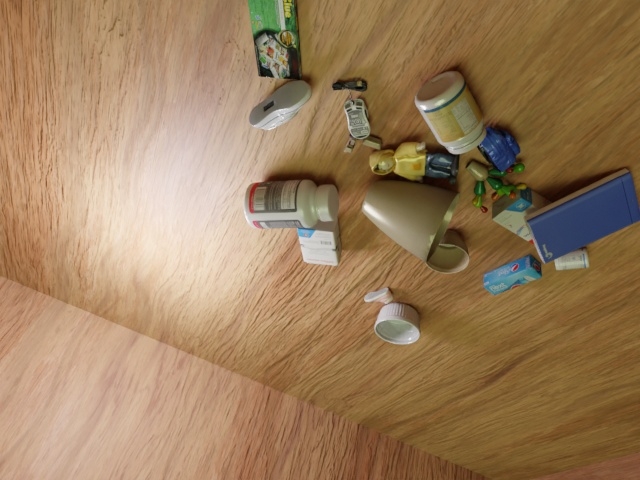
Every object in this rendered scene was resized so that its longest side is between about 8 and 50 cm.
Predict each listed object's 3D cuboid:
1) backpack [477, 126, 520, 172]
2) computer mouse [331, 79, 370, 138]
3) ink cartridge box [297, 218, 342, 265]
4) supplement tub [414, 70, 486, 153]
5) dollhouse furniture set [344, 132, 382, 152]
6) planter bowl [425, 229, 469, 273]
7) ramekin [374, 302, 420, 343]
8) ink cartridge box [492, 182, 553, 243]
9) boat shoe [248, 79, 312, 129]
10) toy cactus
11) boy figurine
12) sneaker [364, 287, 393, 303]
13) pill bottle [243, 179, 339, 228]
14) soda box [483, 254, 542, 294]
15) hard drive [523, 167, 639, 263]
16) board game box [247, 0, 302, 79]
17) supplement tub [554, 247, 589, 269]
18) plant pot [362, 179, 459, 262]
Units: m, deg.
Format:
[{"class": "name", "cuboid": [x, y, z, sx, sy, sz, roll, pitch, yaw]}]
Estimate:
[{"class": "backpack", "cuboid": [0.525, -0.284, 1.490, 0.120, 0.098, 0.101, 39, 106, -24]}, {"class": "computer mouse", "cuboid": [0.107, -0.405, 1.541, 0.106, 0.042, 0.193, -5, 130, 17]}, {"class": "ink cartridge box", "cuboid": [0.000, 0.000, 1.999, 0.148, 0.085, 0.203, 6, 139, 13]}, {"class": "supplement tub", "cuboid": [0.374, -0.359, 1.416, 0.144, 0.144, 0.199, -18, 129, 34]}, {"class": "dollhouse furniture set", "cuboid": [0.136, -0.297, 1.630, 0.114, 0.091, 0.081, 17, 155, -5]}, {"class": "planter bowl", "cuboid": [0.470, 0.030, 1.850, 0.162, 0.109, 0.162, 10, 139, 9]}, {"class": "ramekin", "cuboid": [0.357, 0.374, 2.280, 0.207, 0.109, 0.207, 10, 140, 9]}, {"class": "ink cartridge box", "cuboid": [0.709, -0.077, 1.670, 0.231, 0.078, 0.134, 28, 139, -13]}, {"class": "boat shoe", "cuboid": [-0.113, -0.422, 1.573, 0.258, 0.095, 0.084, -13, 162, 39]}, {"class": "toy cactus", "cuboid": [0.542, -0.185, 1.602, 0.181, 0.112, 0.219, 34, 146, -5]}, {"class": "boy figurine", "cuboid": [0.299, -0.253, 1.605, 0.285, 0.092, 0.177, 8, 148, 7]}, {"class": "sneaker", "cuboid": [0.264, 0.260, 2.227, 0.134, 0.051, 0.070, -24, 120, 33]}, {"class": "pill bottle", "cuboid": [-0.103, -0.132, 1.816, 0.319, 0.176, 0.176, 0, 137, 20]}, {"class": "soda box", "cuboid": [0.733, 0.135, 1.910, 0.071, 0.067, 0.210, 37, 137, -21]}, {"class": "hard drive", "cuboid": [0.830, -0.069, 1.580, 0.319, 0.040, 0.210, -28, 125, 15]}, {"class": "board game box", "cuboid": [-0.128, -0.587, 1.426, 0.136, 0.030, 0.259, 10, 139, 11]}, {"class": "supplement tub", "cuboid": [0.893, 0.068, 1.775, 0.107, 0.071, 0.071, -8, 134, 28]}, {"class": "plant pot", "cuboid": [0.290, -0.096, 1.692, 0.274, 0.256, 0.256, 25, 142, 17]}]
